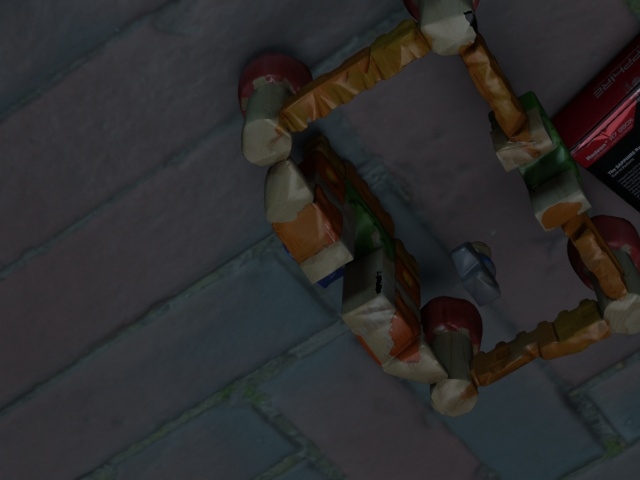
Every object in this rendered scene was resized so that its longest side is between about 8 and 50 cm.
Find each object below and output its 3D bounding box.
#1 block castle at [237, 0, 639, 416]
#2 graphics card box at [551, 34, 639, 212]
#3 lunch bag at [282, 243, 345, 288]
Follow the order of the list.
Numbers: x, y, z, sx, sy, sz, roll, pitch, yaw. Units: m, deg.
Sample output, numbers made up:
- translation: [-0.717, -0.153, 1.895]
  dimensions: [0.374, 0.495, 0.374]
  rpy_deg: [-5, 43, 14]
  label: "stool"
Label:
- translation: [0.136, -0.056, 1.254]
  dimensions: [0.303, 0.213, 0.453]
  rpy_deg: [-30, 113, 17]
  label: "block castle"
- translation: [0.484, -0.108, 1.383]
  dimensions: [0.371, 0.094, 0.233]
  rpy_deg: [33, 113, -28]
  label: "graphics card box"
- translation: [0.000, 0.000, 1.379]
  dimensions: [0.065, 0.067, 0.098]
  rpy_deg: [-36, 122, 14]
  label: "lunch bag"
